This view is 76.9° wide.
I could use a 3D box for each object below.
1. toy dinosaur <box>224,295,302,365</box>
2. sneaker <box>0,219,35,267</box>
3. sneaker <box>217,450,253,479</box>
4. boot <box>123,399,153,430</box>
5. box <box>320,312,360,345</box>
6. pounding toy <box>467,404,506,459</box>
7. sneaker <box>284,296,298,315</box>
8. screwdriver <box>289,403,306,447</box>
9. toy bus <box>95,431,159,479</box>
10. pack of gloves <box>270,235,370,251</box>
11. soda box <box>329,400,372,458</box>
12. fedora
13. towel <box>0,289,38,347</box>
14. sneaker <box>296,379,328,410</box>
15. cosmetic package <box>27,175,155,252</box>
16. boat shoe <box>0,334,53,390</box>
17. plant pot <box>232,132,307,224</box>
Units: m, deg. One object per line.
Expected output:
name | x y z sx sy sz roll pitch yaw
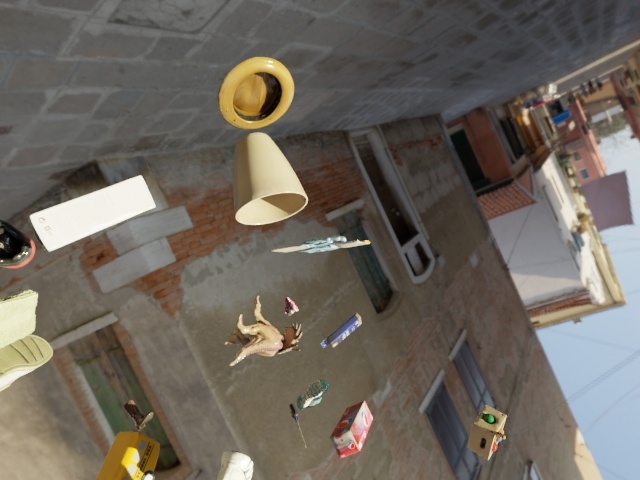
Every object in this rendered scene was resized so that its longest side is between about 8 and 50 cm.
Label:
toy dinosaur | -0.148 0.283 1.155 0.127 0.200 0.295 -58 178 10
sneaker | -0.735 -0.023 0.832 0.135 0.276 0.097 1 -116 46
sneaker | -0.232 0.715 1.107 0.110 0.292 0.118 -1 -152 14
boot | -0.650 0.601 1.431 0.106 0.114 0.037 -50 157 19
box | 0.103 0.446 1.940 0.225 0.036 0.136 -38 157 -9
pounding toy | 0.549 0.618 1.297 0.100 0.141 0.130 21 -151 36
sneaker | -0.138 0.287 1.742 0.057 0.047 0.119 -47 -157 -1
screwdriver | -0.075 0.609 1.325 0.025 0.024 0.170 -39 -146 8
toy bus | -0.587 0.741 1.154 0.108 0.130 0.332 -11 -137 26
pack of gloves | 0.000 0.000 1.204 0.232 0.046 0.195 -11 169 32
soda box | 0.124 0.718 1.549 0.092 0.083 0.263 -30 172 16
fedora | -0.158 -0.354 0.945 0.194 0.079 0.194 -19 152 -11
towel | -0.668 0.173 0.867 0.027 0.110 0.148 9 -172 1
sneaker | -0.020 0.600 1.574 0.076 0.065 0.166 24 119 -43
cosmetic package | -0.501 -0.061 0.891 0.231 0.085 0.117 -30 -163 -34
boat shoe | -0.822 0.324 1.020 0.103 0.113 0.302 -39 179 2
plant pot | -0.205 -0.231 1.427 0.257 0.274 0.256 -16 165 -4
